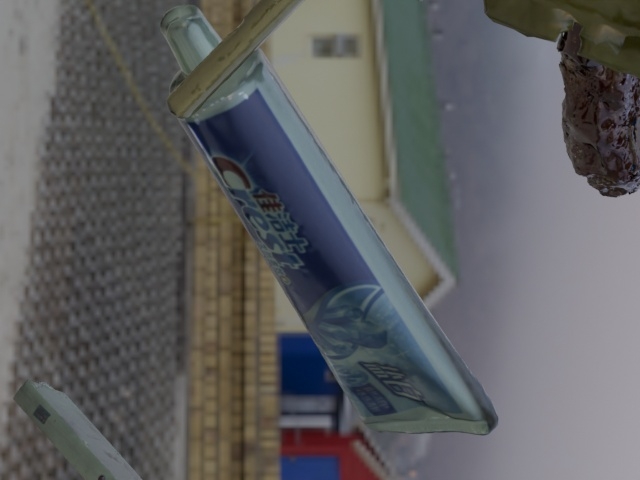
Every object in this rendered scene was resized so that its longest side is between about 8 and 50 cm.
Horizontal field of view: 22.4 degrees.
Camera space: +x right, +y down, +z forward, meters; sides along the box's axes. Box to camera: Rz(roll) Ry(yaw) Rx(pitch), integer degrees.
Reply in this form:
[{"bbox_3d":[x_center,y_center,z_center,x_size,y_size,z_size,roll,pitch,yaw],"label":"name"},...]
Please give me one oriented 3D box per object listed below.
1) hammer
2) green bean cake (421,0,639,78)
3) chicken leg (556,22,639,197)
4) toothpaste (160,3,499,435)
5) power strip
[{"bbox_3d":[0.002,-0.112,0.604,0.195,0.028,0.060,-40,-151,33],"label":"hammer"},{"bbox_3d":[0.174,-0.208,0.621,0.310,0.285,0.202,102,15,-57],"label":"green bean cake"},{"bbox_3d":[0.186,-0.103,1.023,0.105,0.063,0.234,-51,143,-40],"label":"chicken leg"},{"bbox_3d":[-0.001,0.001,0.753,0.268,0.069,0.047,58,12,-32],"label":"toothpaste"},{"bbox_3d":[-0.153,0.143,1.079,0.136,0.019,0.051,42,2,28],"label":"power strip"}]
